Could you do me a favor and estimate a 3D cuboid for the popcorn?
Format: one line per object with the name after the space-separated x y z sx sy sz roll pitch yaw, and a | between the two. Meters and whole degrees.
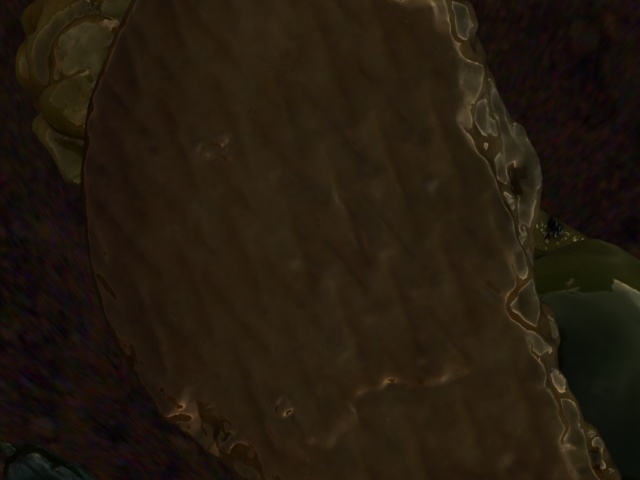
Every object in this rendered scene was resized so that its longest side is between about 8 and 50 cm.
-0.065 -0.063 0.967 0.163 0.194 0.140 28 83 40 | popcorn

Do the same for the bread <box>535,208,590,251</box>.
0.078 0.005 1.227 0.088 0.226 0.049 25 76 -40 | bread

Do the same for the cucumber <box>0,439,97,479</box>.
-0.084 0.142 0.752 0.039 0.039 0.168 -33 90 -7 | cucumber

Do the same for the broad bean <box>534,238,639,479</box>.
0.130 0.142 0.853 0.238 0.119 0.291 -8 87 14 | broad bean

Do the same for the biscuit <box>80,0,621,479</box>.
0.000 0.000 0.568 0.144 0.033 0.224 -23 88 9 | biscuit
